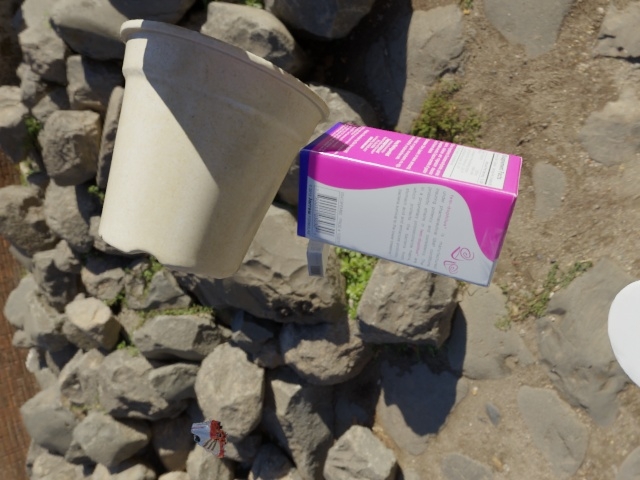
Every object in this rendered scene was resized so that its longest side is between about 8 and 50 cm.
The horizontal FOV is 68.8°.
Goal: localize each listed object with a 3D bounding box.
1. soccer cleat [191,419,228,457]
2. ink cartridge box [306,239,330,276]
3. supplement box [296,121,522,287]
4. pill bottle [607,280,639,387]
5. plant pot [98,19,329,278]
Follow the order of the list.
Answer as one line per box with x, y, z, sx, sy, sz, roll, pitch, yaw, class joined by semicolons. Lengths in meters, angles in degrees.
-0.133;0.239;0.564;0.083;0.035;0.029;89;-179;-49;soccer cleat
0.000;0.000;0.812;0.029;0.115;0.063;4;137;8;ink cartridge box
0.097;-0.047;0.525;0.220;0.114;0.111;17;125;18;supplement box
0.503;0.093;0.521;0.176;0.318;0.176;175;90;-76;pill bottle
-0.191;-0.116;0.745;0.334;0.334;0.305;21;93;44;plant pot
